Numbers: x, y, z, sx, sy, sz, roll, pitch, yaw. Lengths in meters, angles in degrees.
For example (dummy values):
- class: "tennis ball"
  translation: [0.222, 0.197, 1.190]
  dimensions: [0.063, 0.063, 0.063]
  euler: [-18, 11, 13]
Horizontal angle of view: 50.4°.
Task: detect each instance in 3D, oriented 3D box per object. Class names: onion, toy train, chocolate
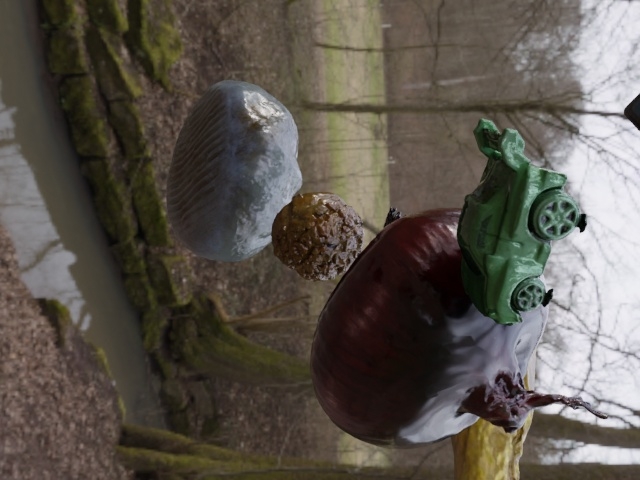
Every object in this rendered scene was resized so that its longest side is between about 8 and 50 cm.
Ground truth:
- class: "onion"
  translation: [0.130, 0.113, 0.690]
  dimensions: [0.285, 0.273, 0.273]
  euler: [44, -26, 36]
- class: "toy train"
  translation: [0.147, -0.012, 0.544]
  dimensions: [0.099, 0.081, 0.149]
  euler: [-113, -142, -70]
- class: "chocolate"
  translation: [0.290, 0.246, 1.122]
  dimensions: [0.446, 0.162, 0.162]
  euler: [-69, 159, -51]

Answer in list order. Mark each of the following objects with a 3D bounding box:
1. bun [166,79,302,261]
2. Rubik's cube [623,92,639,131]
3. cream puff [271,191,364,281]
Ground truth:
- class: "bun"
  translation: [-0.169, -0.135, 1.365]
  dimensions: [0.361, 0.211, 0.362]
  euler: [-18, -112, 55]
- class: "Rubik's cube"
  translation: [0.694, -0.164, 0.964]
  dimensions: [0.305, 0.303, 0.301]
  euler: [-53, -138, 31]
- class: "cream puff"
  translation: [0.000, 0.000, 1.111]
  dimensions: [0.115, 0.165, 0.150]
  euler: [-124, -147, -47]
